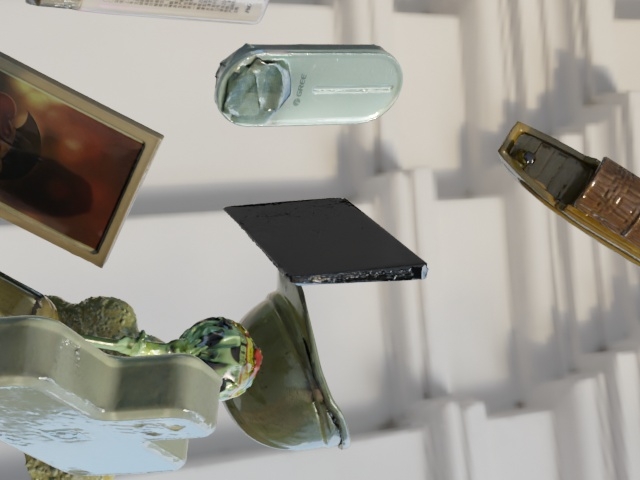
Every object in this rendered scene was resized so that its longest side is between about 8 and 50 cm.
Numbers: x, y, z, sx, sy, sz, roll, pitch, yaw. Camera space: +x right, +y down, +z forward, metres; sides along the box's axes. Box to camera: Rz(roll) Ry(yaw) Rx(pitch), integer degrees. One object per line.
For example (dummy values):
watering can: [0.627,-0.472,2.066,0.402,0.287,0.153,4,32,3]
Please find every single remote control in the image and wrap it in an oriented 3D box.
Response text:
remote control: [-0.014,-0.188,1.605,0.052,0.247,0.104,55,-41,44]

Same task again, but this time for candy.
candy: [-0.203,0.107,1.411,0.083,0.305,0.091,-52,-144,40]

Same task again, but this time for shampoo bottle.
shampoo bottle: [-0.150,-0.242,1.192,0.056,0.227,0.086,21,-71,52]

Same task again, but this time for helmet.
helmet: [-0.067,0.167,1.704,0.204,0.137,0.257,-154,-135,-78]

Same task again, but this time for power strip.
power strip: [-0.174,0.125,1.048,0.194,0.265,0.059,-5,-116,19]
power strip: [-0.454,0.034,1.606,0.387,0.066,0.092,29,-23,14]

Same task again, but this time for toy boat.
toy boat: [0.265,-0.035,1.216,0.068,0.226,0.088,-56,178,-11]

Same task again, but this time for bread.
bread: [-0.278,0.170,1.620,0.056,0.207,0.286,85,-18,-60]

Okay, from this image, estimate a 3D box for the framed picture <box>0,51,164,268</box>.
framed picture: [-0.363,-0.111,1.669,0.211,0.289,0.020,-61,-176,30]

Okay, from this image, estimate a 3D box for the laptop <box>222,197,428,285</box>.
laptop: [0.000,0.000,1.236,0.197,0.135,0.016,-136,-134,-61]
